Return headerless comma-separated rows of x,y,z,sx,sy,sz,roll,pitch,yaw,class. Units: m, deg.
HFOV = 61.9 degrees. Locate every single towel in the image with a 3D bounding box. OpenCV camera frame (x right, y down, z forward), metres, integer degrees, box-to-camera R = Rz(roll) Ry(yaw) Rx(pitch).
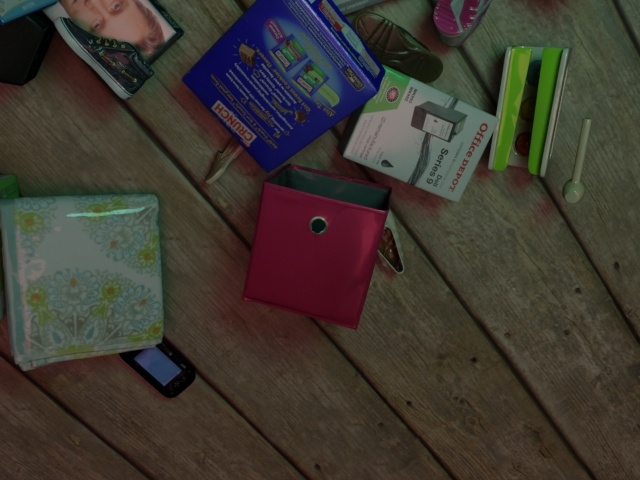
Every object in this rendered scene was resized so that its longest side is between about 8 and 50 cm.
-0.521,0.085,1.188,0.321,0.090,0.374,-5,100,-29,towel

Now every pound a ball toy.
0.501,-0.260,1.183,0.208,0.136,0.319,12,113,25,pound a ball toy

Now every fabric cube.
0.000,0.000,1.159,0.254,0.259,0.258,15,108,5,fabric cube

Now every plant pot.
-0.626,-0.405,1.034,0.167,0.188,0.187,25,106,-24,plant pot

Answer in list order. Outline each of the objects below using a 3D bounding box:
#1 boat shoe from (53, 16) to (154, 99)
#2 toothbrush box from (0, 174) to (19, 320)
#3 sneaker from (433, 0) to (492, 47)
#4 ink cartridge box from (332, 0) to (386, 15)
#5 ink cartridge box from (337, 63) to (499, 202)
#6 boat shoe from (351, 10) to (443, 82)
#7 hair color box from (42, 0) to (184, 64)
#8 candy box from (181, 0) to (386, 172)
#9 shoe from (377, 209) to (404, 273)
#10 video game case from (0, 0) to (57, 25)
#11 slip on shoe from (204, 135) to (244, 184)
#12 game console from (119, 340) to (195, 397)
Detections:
-0.406,-0.364,1.015,0.083,0.065,0.183,-38,116,9,boat shoe
-0.738,0.015,1.152,0.122,0.206,0.283,-2,110,-4,toothbrush box
0.310,-0.515,1.117,0.103,0.111,0.252,32,84,11,sneaker
0.090,-0.603,1.018,0.310,0.130,0.271,-18,150,1,ink cartridge box
0.213,-0.238,1.189,0.289,0.121,0.211,20,106,-11,ink cartridge box
0.161,-0.416,1.147,0.224,0.073,0.080,25,116,-16,boat shoe
-0.458,-0.493,1.050,0.174,0.105,0.347,-39,109,10,hair color box
-0.076,-0.329,1.068,0.317,0.122,0.268,-29,113,34,candy box
0.156,-0.015,1.297,0.077,0.058,0.219,-23,110,3,shoe
-0.568,-0.477,0.939,0.015,0.119,0.166,-12,119,46,video game case
-0.220,-0.186,1.207,0.135,0.051,0.041,-45,112,8,slip on shoe
-0.456,0.250,1.347,0.213,0.044,0.361,-38,109,9,game console
